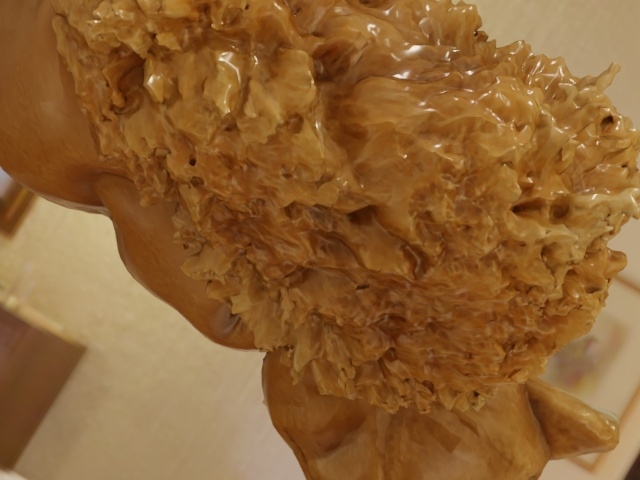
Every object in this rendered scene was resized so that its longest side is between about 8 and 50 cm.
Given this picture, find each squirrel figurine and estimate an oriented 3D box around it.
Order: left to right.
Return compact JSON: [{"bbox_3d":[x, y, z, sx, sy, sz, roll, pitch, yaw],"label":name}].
[{"bbox_3d":[0.000,0.000,0.756,0.370,0.281,0.397,65,-9,-2],"label":"squirrel figurine"}]
